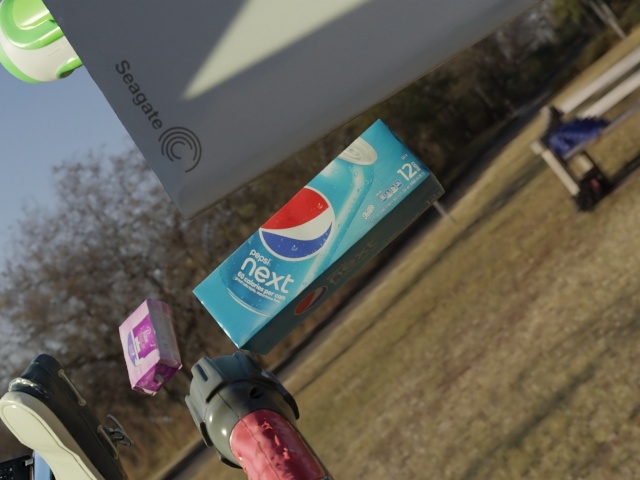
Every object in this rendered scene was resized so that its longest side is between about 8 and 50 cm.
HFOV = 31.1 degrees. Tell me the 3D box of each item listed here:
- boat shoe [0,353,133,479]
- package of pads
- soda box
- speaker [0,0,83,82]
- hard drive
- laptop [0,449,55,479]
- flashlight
[{"bbox_3d":[-0.262,0.228,1.268,0.095,0.254,0.079,-2,43,35],"label":"boat shoe"},{"bbox_3d":[-0.161,0.100,1.089,0.032,0.083,0.050,26,-61,-38],"label":"package of pads"},{"bbox_3d":[0.000,0.000,0.950,0.210,0.067,0.071,-43,-18,4],"label":"soda box"},{"bbox_3d":[-0.264,-0.292,1.380,0.296,0.131,0.131,-20,8,34],"label":"speaker"},{"bbox_3d":[0.006,-0.201,0.686,0.353,0.233,0.047,-31,8,8],"label":"hard drive"},{"bbox_3d":[-0.407,0.341,1.368,0.264,0.234,0.136,-16,-39,8],"label":"laptop"},{"bbox_3d":[-0.029,0.172,0.840,0.103,0.103,0.304,1,20,-23],"label":"flashlight"}]
